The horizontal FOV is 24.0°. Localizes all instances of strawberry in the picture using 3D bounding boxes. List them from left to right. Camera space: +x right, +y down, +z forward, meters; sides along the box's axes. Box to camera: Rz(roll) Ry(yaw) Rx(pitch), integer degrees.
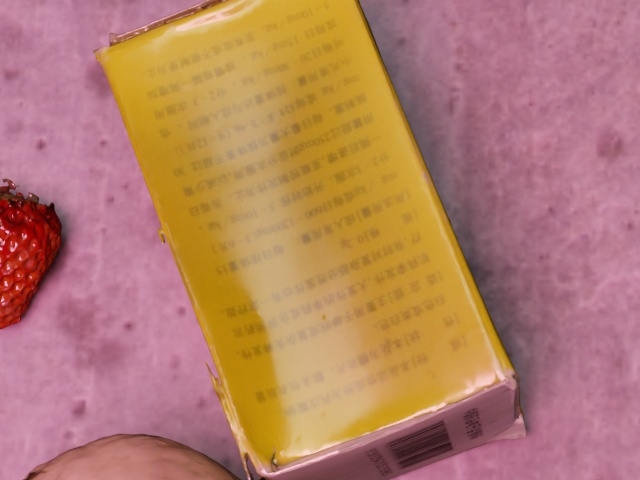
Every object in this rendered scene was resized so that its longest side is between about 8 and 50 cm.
[{"bbox_3d":[-0.181,0.008,0.833,0.073,0.073,0.083,15,92,10],"label":"strawberry"}]

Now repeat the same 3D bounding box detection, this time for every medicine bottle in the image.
[{"bbox_3d":[0.000,0.000,0.775,0.141,0.137,0.250,-22,72,1],"label":"medicine bottle"}]

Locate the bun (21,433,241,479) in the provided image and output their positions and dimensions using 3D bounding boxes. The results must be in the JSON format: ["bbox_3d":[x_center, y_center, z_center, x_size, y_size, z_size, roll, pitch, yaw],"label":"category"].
[{"bbox_3d":[-0.068,0.228,0.708,0.259,0.160,0.259,-2,87,29],"label":"bun"}]
